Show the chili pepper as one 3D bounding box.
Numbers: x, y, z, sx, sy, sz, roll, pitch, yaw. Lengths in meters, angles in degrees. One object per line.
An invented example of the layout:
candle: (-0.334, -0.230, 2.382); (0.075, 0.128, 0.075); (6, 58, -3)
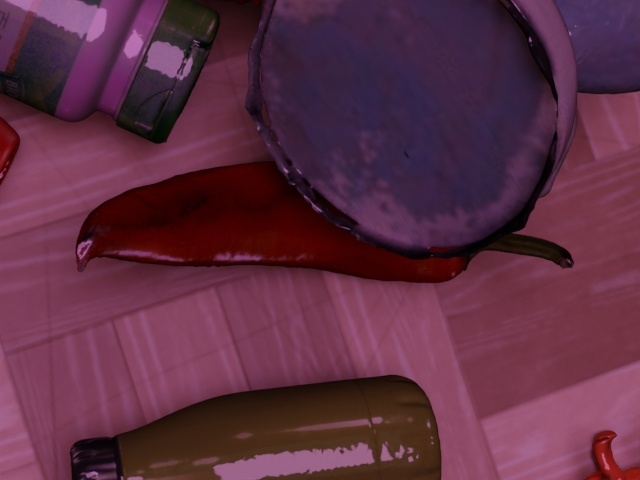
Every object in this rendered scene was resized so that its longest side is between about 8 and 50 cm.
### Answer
chili pepper: (-0.006, -0.003, 1.048); (0.368, 0.137, 0.092); (-1, 118, -19)

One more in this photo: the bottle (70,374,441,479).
bottle: (-0.049, 0.164, 1.027); (0.260, 0.112, 0.112); (-5, 85, -13)

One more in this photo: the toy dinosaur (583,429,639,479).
toy dinosaur: (0.272, 0.188, 1.127); (0.279, 0.055, 0.101); (-7, 94, -14)

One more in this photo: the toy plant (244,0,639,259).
toy plant: (0.128, -0.160, 1.035); (0.247, 0.247, 0.332); (50, 43, -3)

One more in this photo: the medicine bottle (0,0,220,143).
medicine bottle: (-0.214, -0.171, 1.020); (0.274, 0.133, 0.133); (23, 79, -9)

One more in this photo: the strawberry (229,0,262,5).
strawberry: (-0.049, -0.267, 1.050); (0.184, 0.187, 0.202); (12, 78, 23)

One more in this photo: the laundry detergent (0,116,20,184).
laundry detergent: (-0.309, -0.077, 1.033); (0.165, 0.049, 0.097); (27, 82, -5)
